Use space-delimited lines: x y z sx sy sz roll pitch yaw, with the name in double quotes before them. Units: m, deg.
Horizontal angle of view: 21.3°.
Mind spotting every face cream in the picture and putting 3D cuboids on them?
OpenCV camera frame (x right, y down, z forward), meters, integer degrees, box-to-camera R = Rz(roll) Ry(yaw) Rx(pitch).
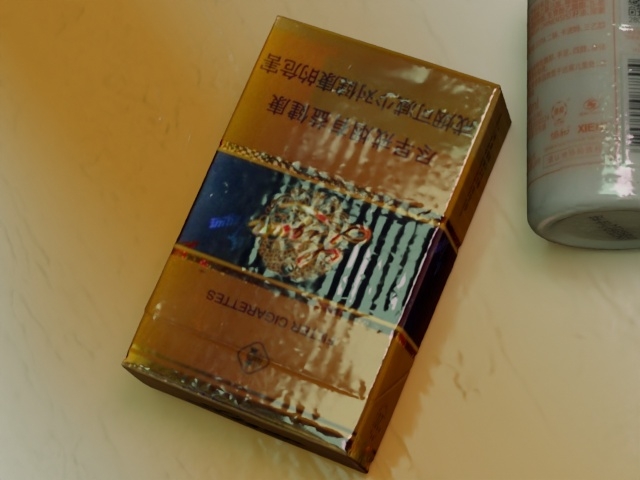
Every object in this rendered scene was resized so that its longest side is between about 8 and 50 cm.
"face cream" 0.170 -0.126 0.992 0.101 0.101 0.251 -2 73 13

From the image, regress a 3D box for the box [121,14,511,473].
"box" 0.000 0.000 1.014 0.152 0.070 0.237 19 81 17
